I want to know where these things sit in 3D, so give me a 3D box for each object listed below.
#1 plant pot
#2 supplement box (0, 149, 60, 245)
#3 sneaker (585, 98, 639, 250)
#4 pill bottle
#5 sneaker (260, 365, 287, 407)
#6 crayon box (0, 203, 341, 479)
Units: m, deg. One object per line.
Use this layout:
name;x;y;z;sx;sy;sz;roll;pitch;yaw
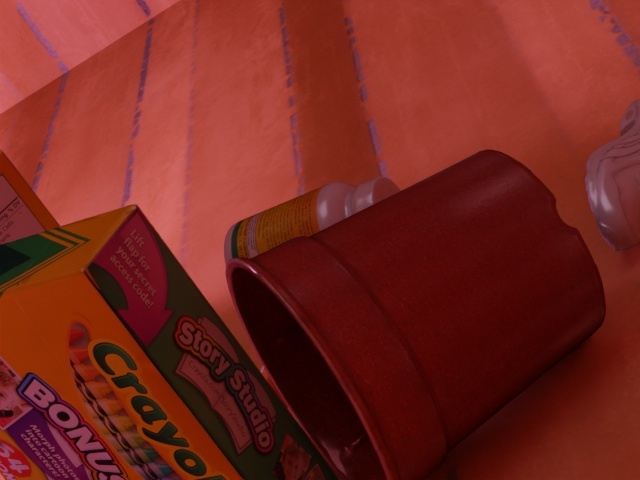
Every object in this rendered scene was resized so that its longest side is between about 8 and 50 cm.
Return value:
plant pot;0.097;0.066;1.489;0.265;0.272;0.272;-32;21;-14
supplement box;-0.384;0.090;1.955;0.195;0.356;0.194;-2;38;53
sneaker;0.344;-0.079;1.636;0.115;0.090;0.232;-11;32;38
pill bottle;0.000;0.000;1.915;0.208;0.117;0.117;-21;26;29
sneaker;-0.003;0.119;1.754;0.067;0.064;0.175;14;55;49
crayon box;-0.194;0.161;1.535;0.313;0.363;0.106;-14;31;42
